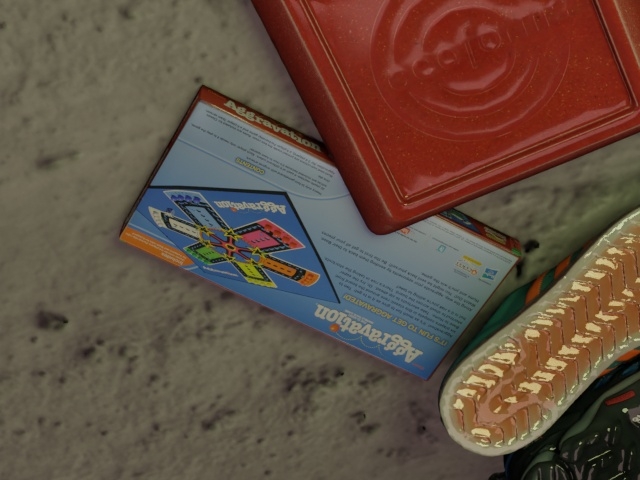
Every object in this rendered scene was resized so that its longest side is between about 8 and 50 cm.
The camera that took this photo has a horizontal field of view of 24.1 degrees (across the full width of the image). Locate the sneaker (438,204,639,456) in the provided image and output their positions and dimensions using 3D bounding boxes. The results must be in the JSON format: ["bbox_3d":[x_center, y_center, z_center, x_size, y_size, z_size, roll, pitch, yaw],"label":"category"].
[{"bbox_3d":[0.213,0.048,1.161,0.302,0.121,0.108,-35,95,2],"label":"sneaker"}]

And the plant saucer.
[{"bbox_3d":[0.103,-0.140,1.046,0.258,0.048,0.259,-22,117,11],"label":"plant saucer"}]

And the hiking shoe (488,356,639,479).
[{"bbox_3d":[0.274,0.120,1.198,0.304,0.132,0.113,-29,105,-5],"label":"hiking shoe"}]

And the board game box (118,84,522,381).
[{"bbox_3d":[0.000,0.000,1.171,0.281,0.027,0.145,26,119,-14],"label":"board game box"}]
